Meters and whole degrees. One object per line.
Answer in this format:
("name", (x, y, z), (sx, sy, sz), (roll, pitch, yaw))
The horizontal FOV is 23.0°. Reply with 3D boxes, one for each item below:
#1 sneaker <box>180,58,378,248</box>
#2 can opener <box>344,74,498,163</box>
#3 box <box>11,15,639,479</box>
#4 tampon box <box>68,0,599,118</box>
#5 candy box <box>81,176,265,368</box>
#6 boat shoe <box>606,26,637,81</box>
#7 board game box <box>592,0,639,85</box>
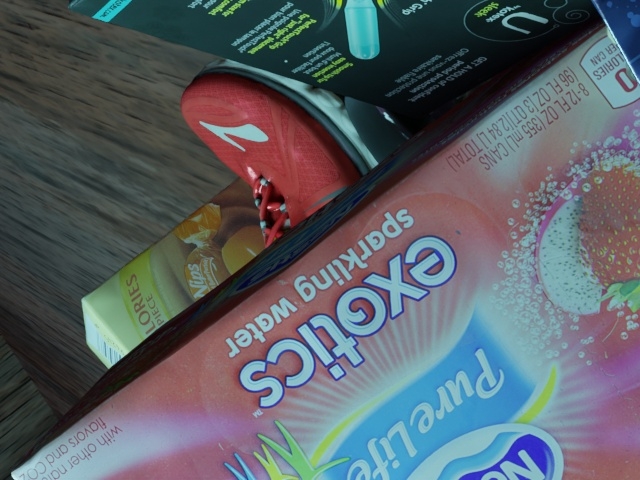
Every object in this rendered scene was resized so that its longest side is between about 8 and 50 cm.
("sneaker", (0.000, 0.000, 0.957), (0.279, 0.118, 0.107), (45, 159, 16))
("can opener", (0.132, 0.006, 0.742), (0.280, 0.074, 0.093), (48, 147, 1))
("box", (0.047, 0.049, 0.643), (0.154, 0.300, 0.142), (53, -165, -5))
("tampon box", (0.007, -0.127, 0.575), (0.161, 0.101, 0.120), (14, 157, -31))
("candy box", (0.015, 0.109, 1.020), (0.316, 0.183, 0.087), (46, 161, 13))
("boat shoe", (0.141, -0.048, 0.452), (0.116, 0.096, 0.324), (39, 148, 62))
("board game box", (0.182, -0.054, 0.369), (0.136, 0.201, 0.035), (56, -164, -16))
